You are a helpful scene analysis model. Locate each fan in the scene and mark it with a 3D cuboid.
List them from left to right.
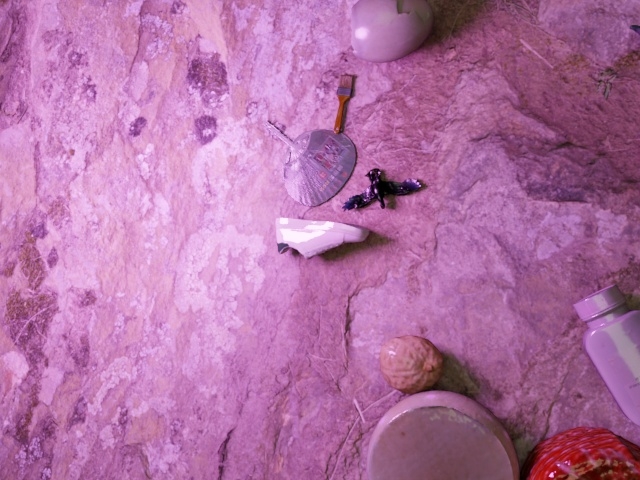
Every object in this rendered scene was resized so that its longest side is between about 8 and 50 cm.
[{"bbox_3d":[-0.020,-0.247,1.664,0.223,0.012,0.295,-23,79,14],"label":"fan"}]

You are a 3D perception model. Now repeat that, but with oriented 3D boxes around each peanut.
[{"bbox_3d":[0.224,0.304,1.472,0.159,0.109,0.141,-11,101,21],"label":"peanut"}]

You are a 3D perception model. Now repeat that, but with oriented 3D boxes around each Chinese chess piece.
[{"bbox_3d":[0.281,0.526,1.393,0.349,0.146,0.350,0,90,16],"label":"Chinese chess piece"}]

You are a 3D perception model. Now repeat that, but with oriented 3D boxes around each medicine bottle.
[{"bbox_3d":[0.690,0.251,1.336,0.161,0.111,0.296,-31,78,10],"label":"medicine bottle"}]

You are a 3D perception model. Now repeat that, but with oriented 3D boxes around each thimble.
[{"bbox_3d":[0.590,0.584,1.266,0.349,0.230,0.351,-1,85,16],"label":"thimble"}]

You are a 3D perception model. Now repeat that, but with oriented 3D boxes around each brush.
[{"bbox_3d":[0.059,-0.375,1.651,0.043,0.014,0.170,9,85,15],"label":"brush"}]

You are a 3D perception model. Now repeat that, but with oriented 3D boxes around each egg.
[{"bbox_3d":[0.185,-0.557,1.550,0.217,0.183,0.183,-3,83,10],"label":"egg"}]

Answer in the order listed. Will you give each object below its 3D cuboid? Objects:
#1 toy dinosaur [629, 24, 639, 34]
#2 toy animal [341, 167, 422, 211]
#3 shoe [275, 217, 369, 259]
[{"bbox_3d":[0.903,-0.333,1.352,0.383,0.129,0.331,2,93,19],"label":"toy dinosaur"},{"bbox_3d":[0.153,-0.136,1.581,0.220,0.062,0.108,-20,96,13],"label":"toy animal"},{"bbox_3d":[0.000,0.000,1.593,0.264,0.095,0.110,8,92,23],"label":"shoe"}]
